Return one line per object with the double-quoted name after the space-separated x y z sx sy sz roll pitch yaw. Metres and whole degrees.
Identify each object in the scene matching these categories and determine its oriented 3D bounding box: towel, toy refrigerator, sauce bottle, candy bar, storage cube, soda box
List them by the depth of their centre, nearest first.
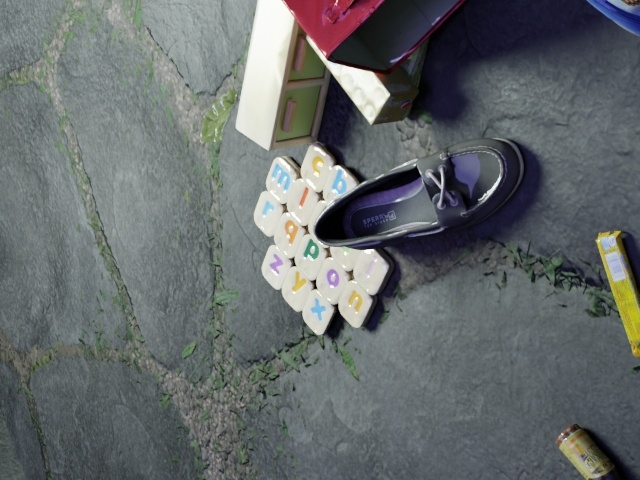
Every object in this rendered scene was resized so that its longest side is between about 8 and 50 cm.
0.378 0.064 1.453 0.040 0.018 0.162 -22 84 45 "candy bar"
0.057 -0.350 1.517 0.183 0.215 0.193 -43 73 23 "storage cube"
0.359 0.295 1.525 0.128 0.042 0.042 48 132 25 "sauce bottle"
0.057 -0.246 1.649 0.181 0.058 0.061 56 135 25 "soda box"
0.099 -0.253 1.664 0.110 0.027 0.148 38 127 36 "towel"
-0.039 -0.276 1.756 0.094 0.102 0.270 36 125 36 "toy refrigerator"

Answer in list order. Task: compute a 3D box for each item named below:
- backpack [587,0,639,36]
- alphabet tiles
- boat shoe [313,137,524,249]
0.350 -0.332 1.185 0.276 0.263 0.213 50 149 26 "backpack"
0.000 0.000 1.853 0.284 0.021 0.278 46 131 30 "alphabet tiles"
0.127 -0.051 1.625 0.335 0.095 0.112 -21 87 44 "boat shoe"
